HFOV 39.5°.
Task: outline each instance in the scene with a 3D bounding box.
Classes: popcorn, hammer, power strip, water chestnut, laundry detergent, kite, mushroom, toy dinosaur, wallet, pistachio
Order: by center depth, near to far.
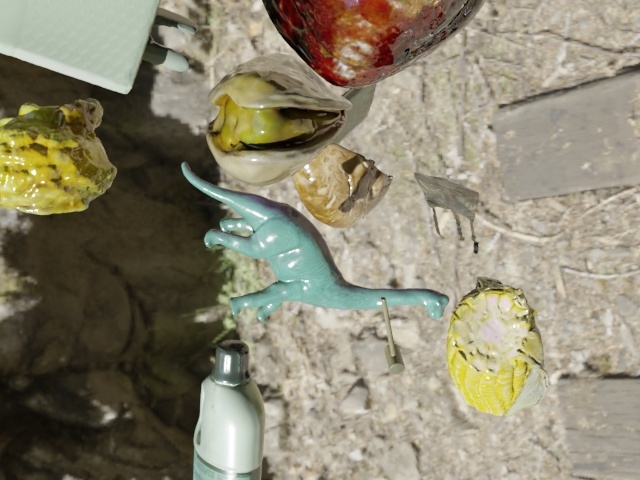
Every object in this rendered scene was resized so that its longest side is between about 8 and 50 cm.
[{"bbox_3d":[-0.240,-0.241,0.936,0.140,0.224,0.139,33,105,62],"label":"power strip"},{"bbox_3d":[0.050,-0.317,0.983,0.244,0.289,0.289,-15,84,27],"label":"water chestnut"},{"bbox_3d":[-0.106,0.221,1.019,0.099,0.070,0.226,27,119,52],"label":"laundry detergent"},{"bbox_3d":[0.080,0.108,1.050,0.036,0.019,0.110,-103,-2,-53],"label":"hammer"},{"bbox_3d":[-0.055,-0.161,1.192,0.288,0.197,0.166,-100,11,-70],"label":"pistachio"},{"bbox_3d":[-0.380,-0.115,1.227,0.197,0.197,0.156,7,115,50],"label":"popcorn"},{"bbox_3d":[0.000,0.000,1.425,0.330,0.129,0.384,-16,115,14],"label":"toy dinosaur"},{"bbox_3d":[0.028,-0.107,1.773,0.156,0.285,0.151,22,86,40],"label":"mushroom"},{"bbox_3d":[0.291,-0.071,2.040,0.310,0.169,0.015,-79,10,-60],"label":"kite"},{"bbox_3d":[0.075,-0.350,2.412,0.055,0.236,0.160,31,138,12],"label":"wallet"}]

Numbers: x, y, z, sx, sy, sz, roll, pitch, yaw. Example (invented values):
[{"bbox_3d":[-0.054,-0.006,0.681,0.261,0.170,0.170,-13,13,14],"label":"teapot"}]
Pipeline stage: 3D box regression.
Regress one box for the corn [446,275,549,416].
[{"bbox_3d":[0.216,0.136,1.085,0.122,0.305,0.123,7,72,13],"label":"corn"}]
